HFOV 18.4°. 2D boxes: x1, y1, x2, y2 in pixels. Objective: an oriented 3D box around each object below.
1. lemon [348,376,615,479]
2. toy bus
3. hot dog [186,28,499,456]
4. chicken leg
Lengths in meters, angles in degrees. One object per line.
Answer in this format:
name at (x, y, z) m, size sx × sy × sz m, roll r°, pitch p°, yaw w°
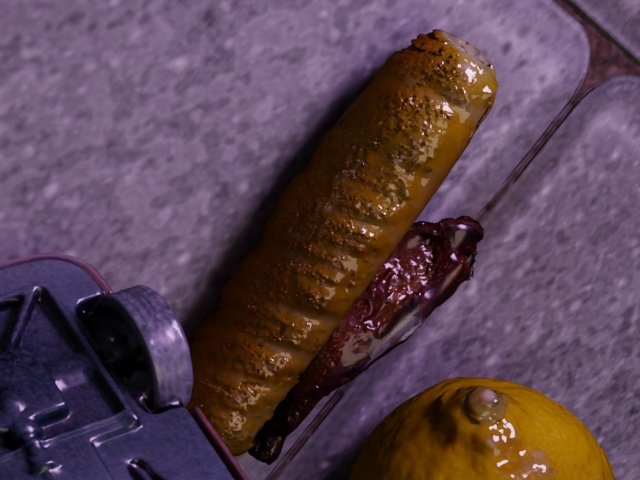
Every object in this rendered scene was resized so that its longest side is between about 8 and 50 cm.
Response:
lemon at (0.106, 0.192, 1.322) m, size 0.188 × 0.188 × 0.257 m, roll -24°, pitch 142°, yaw -23°
toy bus at (-0.111, 0.221, 0.986) m, size 0.203 × 0.427 × 0.233 m, roll -18°, pitch 144°, yaw -29°
hot dog at (0.000, 0.001, 1.160) m, size 0.068 × 0.083 × 0.289 m, roll 30°, pitch 102°, yaw -30°
chicken leg at (0.026, 0.059, 1.253) m, size 0.205 × 0.053 × 0.093 m, roll -36°, pitch 154°, yaw -6°
